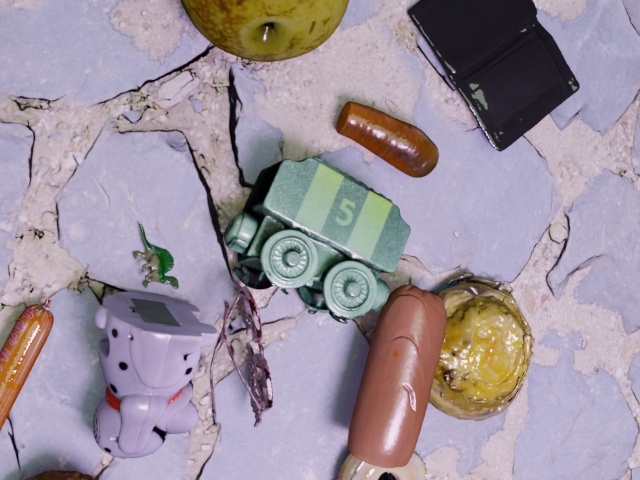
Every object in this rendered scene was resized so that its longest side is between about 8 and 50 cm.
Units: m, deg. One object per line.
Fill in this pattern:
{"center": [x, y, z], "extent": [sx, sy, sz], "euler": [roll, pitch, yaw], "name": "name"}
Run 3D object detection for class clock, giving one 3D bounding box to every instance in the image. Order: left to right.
{"center": [-0.271, 0.225, 1.057], "extent": [0.189, 0.189, 0.254], "euler": [7, 101, -20], "name": "clock"}

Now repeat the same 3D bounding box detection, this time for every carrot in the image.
{"center": [0.123, -0.182, 1.218], "extent": [0.193, 0.087, 0.087], "euler": [29, 83, -19], "name": "carrot"}

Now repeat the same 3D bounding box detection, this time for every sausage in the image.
{"center": [-0.491, 0.246, 1.029], "extent": [0.053, 0.053, 0.348], "euler": [27, 83, -19], "name": "sausage"}
{"center": [0.134, 0.228, 1.173], "extent": [0.121, 0.121, 0.304], "euler": [19, 82, -20], "name": "sausage"}

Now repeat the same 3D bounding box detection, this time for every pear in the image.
{"center": [-0.084, -0.416, 1.047], "extent": [0.283, 0.283, 0.284], "euler": [-1, 92, -20], "name": "pear"}

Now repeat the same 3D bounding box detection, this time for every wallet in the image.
{"center": [0.342, -0.364, 1.312], "extent": [0.247, 0.041, 0.323], "euler": [-37, 100, -15], "name": "wallet"}

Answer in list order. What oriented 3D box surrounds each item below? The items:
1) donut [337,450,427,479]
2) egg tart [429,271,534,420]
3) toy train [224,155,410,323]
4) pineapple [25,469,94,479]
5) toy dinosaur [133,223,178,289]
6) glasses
{"center": [0.109, 0.437, 1.248], "extent": [0.174, 0.068, 0.175], "euler": [-2, 95, -20], "name": "donut"}
{"center": [0.304, 0.204, 1.287], "extent": [0.290, 0.107, 0.291], "euler": [-1, 93, -20], "name": "egg tart"}
{"center": [0.000, 0.000, 1.143], "extent": [0.299, 0.167, 0.238], "euler": [27, 78, -20], "name": "toy train"}
{"center": [-0.324, 0.511, 1.047], "extent": [0.202, 0.202, 0.362], "euler": [-46, 121, -12], "name": "pineapple"}
{"center": [-0.271, 0.029, 1.120], "extent": [0.060, 0.029, 0.120], "euler": [-18, 93, -34], "name": "toy dinosaur"}
{"center": [-0.134, 0.184, 1.105], "extent": [0.095, 0.162, 0.255], "euler": [-6, 91, -8], "name": "glasses"}
